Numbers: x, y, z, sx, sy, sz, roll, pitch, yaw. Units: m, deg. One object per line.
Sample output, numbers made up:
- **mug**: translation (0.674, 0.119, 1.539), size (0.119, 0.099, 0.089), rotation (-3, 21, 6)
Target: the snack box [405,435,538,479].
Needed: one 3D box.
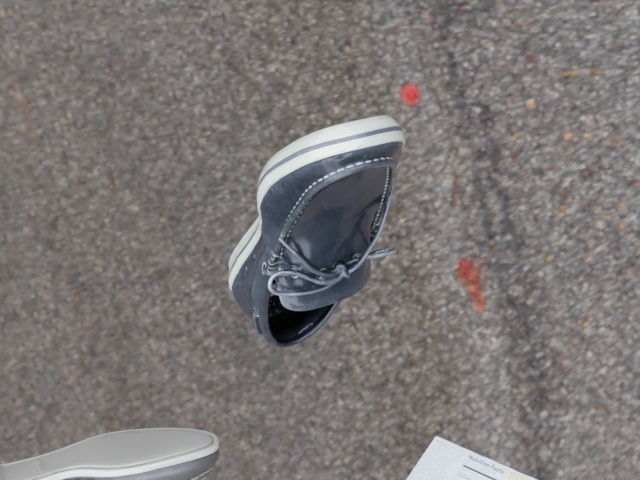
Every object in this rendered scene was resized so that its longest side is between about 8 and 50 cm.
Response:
- **snack box**: translation (0.196, 0.333, 1.121), size (0.322, 0.187, 0.060), rotation (17, 151, 45)

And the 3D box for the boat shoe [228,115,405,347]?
- **boat shoe**: translation (0.000, 0.000, 1.440), size (0.156, 0.187, 0.500), rotation (67, 155, 19)

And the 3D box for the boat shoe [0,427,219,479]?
- **boat shoe**: translation (-0.273, 0.285, 1.248), size (0.112, 0.335, 0.095), rotation (-130, 30, -73)
